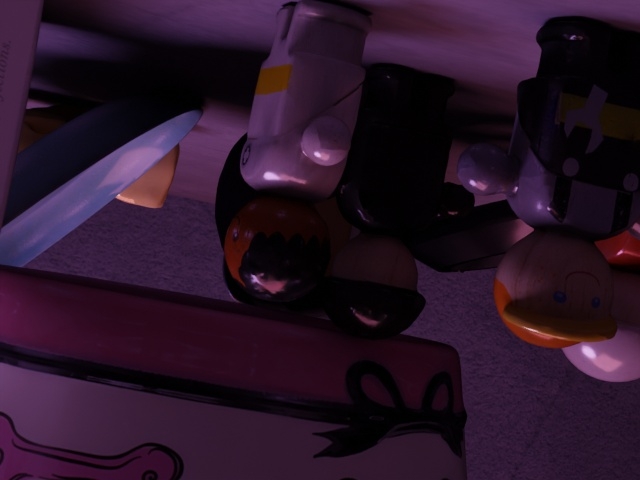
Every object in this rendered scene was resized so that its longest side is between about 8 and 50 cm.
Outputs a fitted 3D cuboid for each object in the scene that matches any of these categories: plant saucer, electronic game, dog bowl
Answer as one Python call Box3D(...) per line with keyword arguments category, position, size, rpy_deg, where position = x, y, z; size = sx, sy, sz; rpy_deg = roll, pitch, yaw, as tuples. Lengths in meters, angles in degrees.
Box3D(category="plant saucer", position=(-0.231, -0.023, 0.957), size=(0.043, 0.318, 0.317), rpy_deg=(52, 176, -2))
Box3D(category="electronic game", position=(0.169, -0.015, 0.835), size=(0.229, 0.048, 0.229), rpy_deg=(-8, 174, -1))
Box3D(category="dog bowl", position=(-0.086, 0.113, 0.808), size=(0.408, 0.150, 0.408), rpy_deg=(10, 178, 0))

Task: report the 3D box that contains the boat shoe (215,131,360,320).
Box3D(category="boat shoe", position=(0.000, 0.000, 1.091), size=(0.156, 0.186, 0.500), rpy_deg=(12, 172, 5))

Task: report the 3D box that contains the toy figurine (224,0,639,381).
Box3D(category="toy figurine", position=(0.070, -0.015, 0.582), size=(0.213, 0.148, 0.209), rpy_deg=(11, 178, 23))

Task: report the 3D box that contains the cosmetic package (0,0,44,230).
Box3D(category="cosmetic package", position=(-0.233, -0.070, 0.629), size=(0.151, 0.151, 0.184), rpy_deg=(10, 179, -16))

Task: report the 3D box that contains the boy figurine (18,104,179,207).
Box3D(category="boy figurine", position=(-0.274, -0.084, 1.165), size=(0.285, 0.092, 0.177), rpy_deg=(4, -170, 2))
